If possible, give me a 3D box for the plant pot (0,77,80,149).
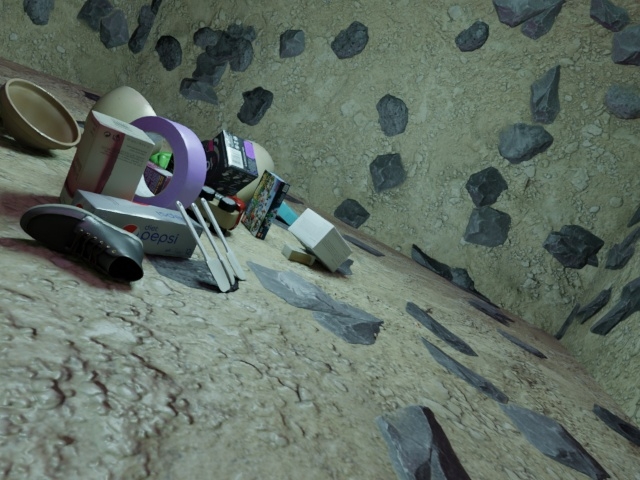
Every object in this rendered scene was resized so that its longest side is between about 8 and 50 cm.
[{"bbox_3d":[-0.869,-0.358,1.326,0.237,0.110,0.237,53,12,-16],"label":"plant pot"}]

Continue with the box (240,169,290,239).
[{"bbox_3d":[-0.214,-0.140,1.674,0.044,0.233,0.159,19,13,-38],"label":"box"}]

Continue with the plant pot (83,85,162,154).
[{"bbox_3d":[-0.784,-0.426,1.687,0.284,0.284,0.191,30,46,16],"label":"plant pot"}]

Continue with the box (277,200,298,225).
[{"bbox_3d":[-0.216,-0.186,2.170,0.244,0.060,0.100,46,4,-11],"label":"box"}]

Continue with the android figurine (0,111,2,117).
[{"bbox_3d":[-1.044,-0.444,1.573,0.248,0.056,0.273,31,13,28],"label":"android figurine"}]

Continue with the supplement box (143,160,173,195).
[{"bbox_3d":[-0.570,-0.201,1.436,0.188,0.104,0.081,30,10,13],"label":"supplement box"}]

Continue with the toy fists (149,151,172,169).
[{"bbox_3d":[-0.655,-0.342,1.956,0.142,0.096,0.279,30,9,13],"label":"toy fists"}]

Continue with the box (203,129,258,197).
[{"bbox_3d":[-0.382,-0.258,1.639,0.143,0.270,0.165,15,54,-48],"label":"box"}]

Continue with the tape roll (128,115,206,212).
[{"bbox_3d":[-0.471,-0.213,1.264,0.275,0.275,0.090,30,9,17],"label":"tape roll"}]

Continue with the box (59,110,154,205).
[{"bbox_3d":[-0.513,-0.167,1.043,0.127,0.232,0.148,18,13,-40],"label":"box"}]

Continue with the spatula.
[{"bbox_3d":[-0.265,0.004,1.079,0.242,0.019,0.168,64,17,-1],"label":"spatula"}]

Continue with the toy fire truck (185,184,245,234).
[{"bbox_3d":[-0.363,-0.120,1.525,0.217,0.158,0.246,28,20,6],"label":"toy fire truck"}]

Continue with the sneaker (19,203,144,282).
[{"bbox_3d":[-0.434,0.004,0.814,0.222,0.083,0.118,22,12,-34],"label":"sneaker"}]

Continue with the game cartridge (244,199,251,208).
[{"bbox_3d":[-0.357,-0.209,2.183,0.196,0.060,0.294,20,12,-18],"label":"game cartridge"}]

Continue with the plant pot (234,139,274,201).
[{"bbox_3d":[-0.365,-0.267,1.903,0.256,0.256,0.274,27,37,-2],"label":"plant pot"}]

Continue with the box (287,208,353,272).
[{"bbox_3d":[0.000,0.000,1.687,0.182,0.119,0.181,37,-10,44],"label":"box"}]

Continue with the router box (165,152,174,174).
[{"bbox_3d":[-0.531,-0.236,1.633,0.046,0.133,0.179,16,15,-44],"label":"router box"}]

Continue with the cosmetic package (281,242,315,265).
[{"bbox_3d":[-0.080,0.052,1.606,0.115,0.041,0.060,19,13,-38],"label":"cosmetic package"}]

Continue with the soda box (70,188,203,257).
[{"bbox_3d":[-0.418,-0.031,1.007,0.098,0.091,0.286,33,11,33],"label":"soda box"}]
